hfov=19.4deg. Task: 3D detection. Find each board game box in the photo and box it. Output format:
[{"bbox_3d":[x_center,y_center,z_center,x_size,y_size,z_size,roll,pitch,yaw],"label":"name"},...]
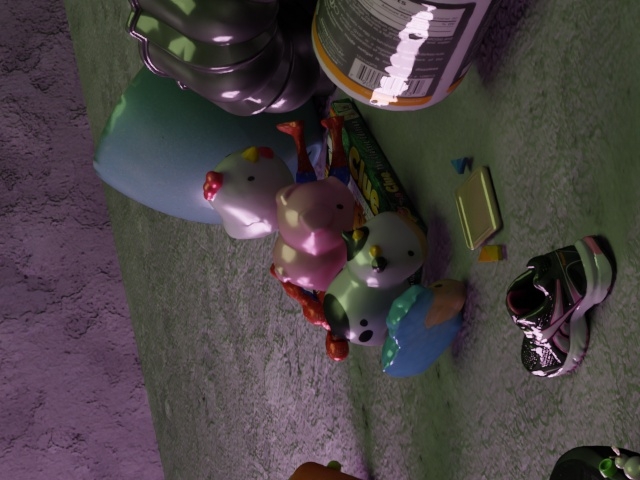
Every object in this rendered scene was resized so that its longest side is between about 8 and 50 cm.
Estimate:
[{"bbox_3d":[0.059,-0.037,2.158,0.259,0.030,0.136,-118,27,-47],"label":"board game box"}]

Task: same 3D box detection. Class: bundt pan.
[{"bbox_3d":[-0.029,-0.261,1.892,0.124,0.331,0.331,44,143,32],"label":"bundt pan"}]

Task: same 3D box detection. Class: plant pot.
[{"bbox_3d":[-0.113,-0.130,2.334,0.195,0.290,0.290,40,150,11],"label":"plant pot"}]

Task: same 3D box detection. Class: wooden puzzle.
[{"bbox_3d":[0.158,-0.031,1.862,0.078,0.014,0.116,149,111,-67],"label":"wooden puzzle"}]

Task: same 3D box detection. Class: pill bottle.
[{"bbox_3d":[0.094,-0.252,1.712,0.278,0.162,0.162,113,145,-59],"label":"pill bottle"}]

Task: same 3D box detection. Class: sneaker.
[{"bbox_3d":[0.196,0.058,1.664,0.178,0.077,0.072,101,156,-48],"label":"sneaker"}]

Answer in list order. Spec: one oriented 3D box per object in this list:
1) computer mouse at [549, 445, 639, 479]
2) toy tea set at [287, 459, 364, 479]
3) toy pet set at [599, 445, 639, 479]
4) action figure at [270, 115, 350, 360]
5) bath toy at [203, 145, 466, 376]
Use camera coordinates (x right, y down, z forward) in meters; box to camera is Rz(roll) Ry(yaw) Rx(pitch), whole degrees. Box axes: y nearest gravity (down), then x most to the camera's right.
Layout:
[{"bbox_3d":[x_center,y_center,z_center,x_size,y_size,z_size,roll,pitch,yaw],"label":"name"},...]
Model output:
[{"bbox_3d":[0.286,0.257,1.494,0.272,0.072,0.188,41,136,47],"label":"computer mouse"},{"bbox_3d":[-0.052,0.385,2.272,0.124,0.336,0.200,7,97,29],"label":"toy tea set"},{"bbox_3d":[0.255,0.147,1.445,0.114,0.122,0.065,4,144,51],"label":"toy pet set"},{"bbox_3d":[-0.009,0.002,2.197,0.139,0.091,0.280,-9,88,65],"label":"action figure"},{"bbox_3d":[0.000,0.000,2.021,0.348,0.129,0.151,38,100,33],"label":"bath toy"}]
